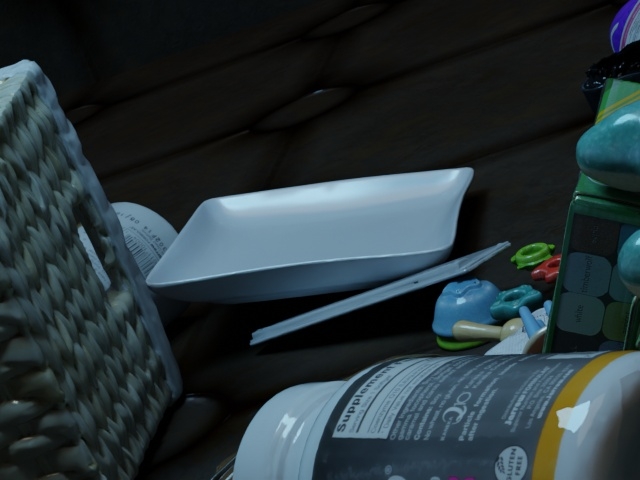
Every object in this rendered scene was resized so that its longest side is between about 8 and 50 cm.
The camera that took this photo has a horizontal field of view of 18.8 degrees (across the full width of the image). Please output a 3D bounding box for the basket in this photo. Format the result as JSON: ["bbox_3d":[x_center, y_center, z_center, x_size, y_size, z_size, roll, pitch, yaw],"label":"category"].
[{"bbox_3d":[-0.332,0.081,1.550,0.331,0.328,0.266,-18,19,13],"label":"basket"}]

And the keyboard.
[{"bbox_3d":[0.047,0.047,1.643,0.256,0.014,0.072,-20,-1,41],"label":"keyboard"}]

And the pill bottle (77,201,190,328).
[{"bbox_3d":[-0.233,0.068,1.808,0.131,0.131,0.229,-8,21,40],"label":"pill bottle"}]

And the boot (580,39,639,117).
[{"bbox_3d":[0.329,-0.072,1.382,0.246,0.207,0.094,-17,17,16],"label":"boot"}]

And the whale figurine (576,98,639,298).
[{"bbox_3d":[0.249,-0.044,1.060,0.216,0.141,0.272,-27,33,-16],"label":"whale figurine"}]

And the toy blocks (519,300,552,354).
[{"bbox_3d":[0.132,0.103,1.266,0.123,0.054,0.148,-22,36,0],"label":"toy blocks"}]

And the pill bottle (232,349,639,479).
[{"bbox_3d":[0.089,0.144,1.086,0.278,0.162,0.162,-6,22,45],"label":"pill bottle"}]

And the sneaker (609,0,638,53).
[{"bbox_3d":[0.336,-0.182,1.920,0.146,0.102,0.293,-27,17,-14],"label":"sneaker"}]

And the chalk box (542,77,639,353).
[{"bbox_3d":[0.222,0.009,1.230,0.132,0.132,0.213,12,34,9],"label":"chalk box"}]

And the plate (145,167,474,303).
[{"bbox_3d":[0.000,0.000,1.795,0.278,0.045,0.277,-7,16,10],"label":"plate"}]

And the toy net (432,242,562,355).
[{"bbox_3d":[0.159,0.063,1.472,0.122,0.045,0.232,-22,17,-5],"label":"toy net"}]

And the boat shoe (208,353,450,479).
[{"bbox_3d":[-0.023,0.165,1.253,0.104,0.110,0.307,-3,24,46],"label":"boat shoe"}]

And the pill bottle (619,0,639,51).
[{"bbox_3d":[0.363,-0.140,1.642,0.160,0.160,0.283,-22,17,0],"label":"pill bottle"}]
